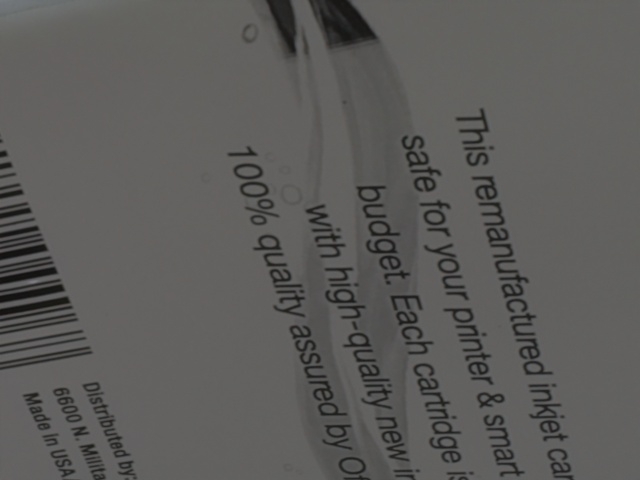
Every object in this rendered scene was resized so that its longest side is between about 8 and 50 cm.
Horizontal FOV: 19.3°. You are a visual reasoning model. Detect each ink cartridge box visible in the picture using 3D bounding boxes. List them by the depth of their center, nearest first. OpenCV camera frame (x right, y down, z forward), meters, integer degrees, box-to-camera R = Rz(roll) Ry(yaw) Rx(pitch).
[{"bbox_3d":[0.000,0.000,0.426,0.273,0.114,0.197,-10,-56,12],"label":"ink cartridge box"}]
